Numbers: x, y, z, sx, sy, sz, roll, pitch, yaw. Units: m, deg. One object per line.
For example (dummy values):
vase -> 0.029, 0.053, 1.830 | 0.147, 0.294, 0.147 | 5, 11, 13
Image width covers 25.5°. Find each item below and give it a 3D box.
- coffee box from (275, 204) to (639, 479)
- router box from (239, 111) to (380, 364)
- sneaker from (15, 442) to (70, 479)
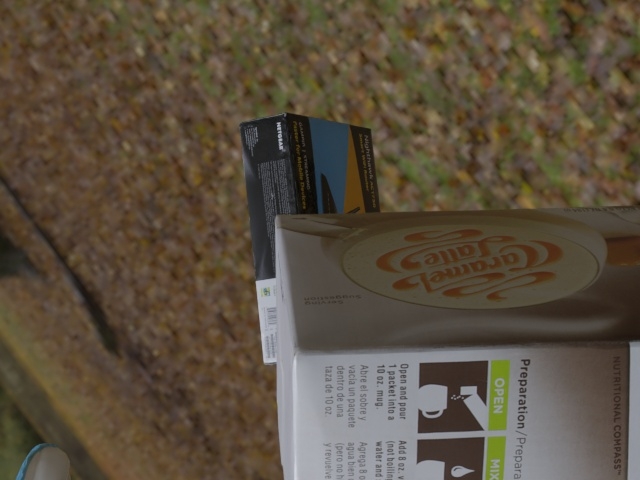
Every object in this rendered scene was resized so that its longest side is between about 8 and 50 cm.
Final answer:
coffee box -> 0.108, 0.052, 0.541 | 0.141, 0.246, 0.098 | -100, 9, -68
router box -> 0.000, 0.000, 1.060 | 0.046, 0.133, 0.179 | -9, 85, 29
sneaker -> -0.181, 0.254, 0.976 | 0.087, 0.092, 0.228 | 126, 144, -63
